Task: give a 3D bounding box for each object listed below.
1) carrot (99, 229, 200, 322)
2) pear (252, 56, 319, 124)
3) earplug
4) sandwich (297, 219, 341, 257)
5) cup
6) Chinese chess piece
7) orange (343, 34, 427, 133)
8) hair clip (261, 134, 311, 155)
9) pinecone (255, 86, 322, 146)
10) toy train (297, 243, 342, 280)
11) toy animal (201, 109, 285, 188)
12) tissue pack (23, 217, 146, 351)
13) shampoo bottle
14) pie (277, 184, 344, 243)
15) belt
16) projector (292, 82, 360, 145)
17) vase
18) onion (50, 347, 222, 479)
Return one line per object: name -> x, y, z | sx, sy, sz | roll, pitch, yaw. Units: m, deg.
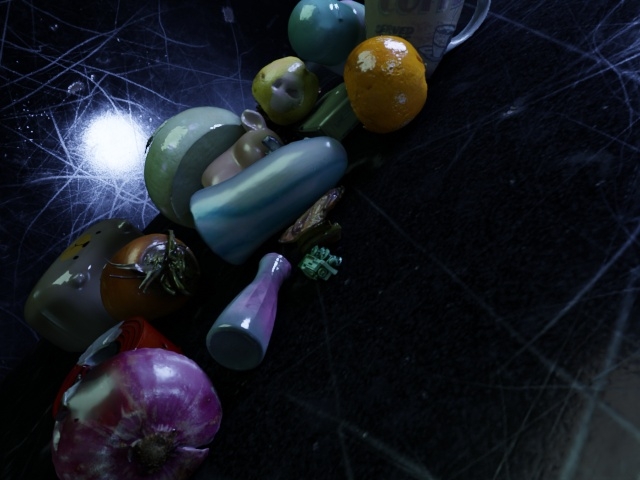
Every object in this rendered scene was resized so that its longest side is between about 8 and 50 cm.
carrot -> -0.398, 0.082, 1.231 | 0.331, 0.214, 0.193 | -17, 35, 45
pear -> -0.088, -0.401, 1.391 | 0.178, 0.178, 0.178 | -38, 21, 17
earplug -> -0.088, -0.103, 1.075 | 0.324, 0.185, 0.185 | -30, 24, 19
sandwich -> -0.001, -0.001, 0.858 | 0.101, 0.069, 0.026 | -34, 66, 33
cup -> 0.231, -0.493, 1.149 | 0.227, 0.302, 0.256 | -129, 42, -56
Chinese chess piece -> -0.324, -0.203, 1.464 | 0.147, 0.349, 0.349 | 35, 76, 28
orange -> 0.132, -0.312, 1.034 | 0.161, 0.193, 0.193 | -16, 26, 7
hair clip -> -0.057, -0.190, 1.226 | 0.146, 0.187, 0.056 | -53, -23, -21
pinecone -> -0.089, -0.396, 1.589 | 0.221, 0.221, 0.221 | -38, 21, 17
toy train -> -0.001, 0.037, 0.810 | 0.053, 0.033, 0.083 | -52, 21, -7
toy animal -> -0.183, -0.167, 1.333 | 0.256, 0.195, 0.213 | -40, 55, -9
tissue pack -> -0.648, 0.120, 1.540 | 0.277, 0.267, 0.387 | -27, 26, 34
shampoo bottle -> 0.068, -0.490, 1.269 | 0.151, 0.221, 0.350 | -31, -14, 38
pie -> -0.016, -0.045, 0.996 | 0.170, 0.034, 0.092 | -42, 16, 3
belt -> -0.376, 0.259, 0.979 | 0.227, 0.115, 0.324 | -49, 22, -18
projector -> 0.039, -0.331, 1.371 | 0.193, 0.088, 0.269 | -45, 20, -3
vase -> -0.099, 0.100, 0.818 | 0.086, 0.086, 0.214 | -33, 18, 29
onion -> -0.247, 0.239, 0.683 | 0.207, 0.200, 0.200 | -37, 21, 5
